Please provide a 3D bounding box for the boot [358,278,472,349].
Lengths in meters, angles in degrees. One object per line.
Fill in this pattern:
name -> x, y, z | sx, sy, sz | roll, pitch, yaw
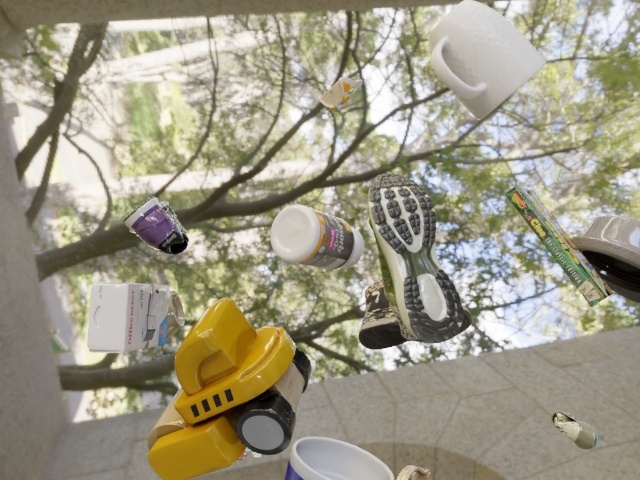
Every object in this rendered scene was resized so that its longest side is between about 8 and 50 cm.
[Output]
boot -> 0.318, 0.236, 1.862 | 0.284, 0.378, 0.138 | -82, 153, -62

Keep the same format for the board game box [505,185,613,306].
board game box -> 0.464, 0.006, 1.026 | 0.030, 0.136, 0.259 | -43, -113, 31

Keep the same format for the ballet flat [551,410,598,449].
ballet flat -> 0.712, 0.538, 1.504 | 0.213, 0.068, 0.072 | 38, 66, -83

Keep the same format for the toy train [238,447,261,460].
toy train -> -0.274, 0.677, 1.648 | 0.125, 0.166, 0.046 | 10, -95, 50

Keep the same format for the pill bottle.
pill bottle -> 0.000, 0.000, 1.515 | 0.279, 0.162, 0.162 | 15, 59, -54

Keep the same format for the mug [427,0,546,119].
mug -> 0.499, -0.590, 1.731 | 0.328, 0.374, 0.276 | 49, -37, -1

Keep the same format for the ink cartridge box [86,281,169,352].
ink cartridge box -> -0.399, 0.159, 1.118 | 0.191, 0.082, 0.139 | 39, 52, -81

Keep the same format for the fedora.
fedora -> 0.705, 0.032, 1.209 | 0.124, 0.276, 0.244 | -59, -179, -7

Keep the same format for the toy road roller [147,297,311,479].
toy road roller -> -0.191, 0.256, 0.959 | 0.240, 0.330, 0.202 | 58, 20, -14

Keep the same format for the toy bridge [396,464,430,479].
toy bridge -> 0.159, 0.448, 0.961 | 0.188, 0.026, 0.063 | 6, 85, -59

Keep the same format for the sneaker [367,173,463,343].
sneaker -> 0.174, 0.045, 1.189 | 0.182, 0.158, 0.409 | 125, -42, -61

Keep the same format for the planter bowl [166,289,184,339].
planter bowl -> -0.413, 0.187, 1.347 | 0.162, 0.109, 0.161 | -14, 90, -90

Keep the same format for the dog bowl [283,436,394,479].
dog bowl -> 0.042, 0.599, 1.319 | 0.265, 0.265, 0.104 | -163, -91, -77

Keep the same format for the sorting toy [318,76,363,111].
sorting toy -> 0.051, -0.307, 1.092 | 0.044, 0.075, 0.083 | 58, -34, -6

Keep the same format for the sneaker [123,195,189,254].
sneaker -> -0.356, -0.015, 1.190 | 0.124, 0.107, 0.283 | 48, -5, -7
